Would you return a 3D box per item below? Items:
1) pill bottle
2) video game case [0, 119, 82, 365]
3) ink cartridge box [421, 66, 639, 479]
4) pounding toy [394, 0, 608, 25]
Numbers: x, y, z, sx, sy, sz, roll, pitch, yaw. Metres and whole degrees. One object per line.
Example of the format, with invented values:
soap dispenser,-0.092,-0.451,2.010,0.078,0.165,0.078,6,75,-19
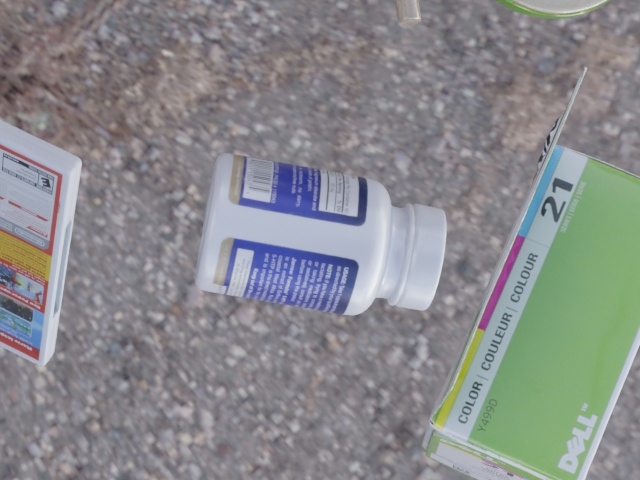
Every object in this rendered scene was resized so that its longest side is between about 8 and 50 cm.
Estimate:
pill bottle,0.000,0.000,1.173,0.186,0.112,0.112,11,103,-6
video game case,-0.335,-0.015,1.409,0.204,0.025,0.285,26,136,7
ink cartridge box,0.139,0.041,0.835,0.097,0.255,0.189,24,78,7
pounding toy,0.126,-0.248,1.130,0.236,0.110,0.183,-10,88,-24
